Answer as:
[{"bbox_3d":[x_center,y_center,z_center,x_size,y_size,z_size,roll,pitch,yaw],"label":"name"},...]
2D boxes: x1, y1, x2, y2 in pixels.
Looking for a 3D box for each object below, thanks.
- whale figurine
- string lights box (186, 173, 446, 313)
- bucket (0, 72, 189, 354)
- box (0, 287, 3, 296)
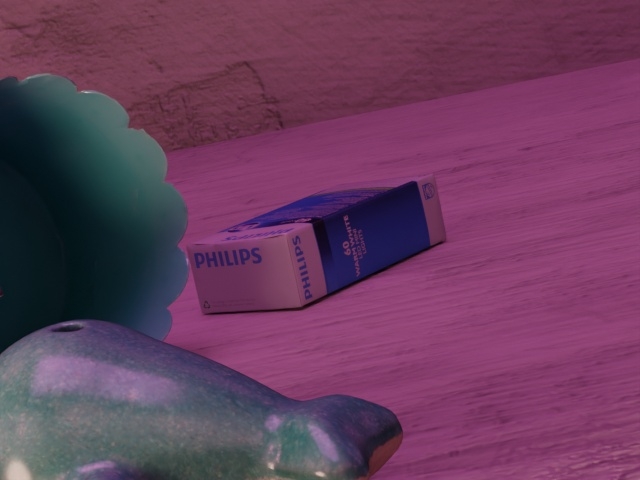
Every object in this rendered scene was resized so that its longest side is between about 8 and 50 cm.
[{"bbox_3d":[-0.094,0.113,1.063,0.272,0.141,0.216,-8,10,22],"label":"whale figurine"},{"bbox_3d":[0.000,0.000,1.804,0.133,0.076,0.260,-5,12,39],"label":"string lights box"},{"bbox_3d":[-0.269,0.008,1.537,0.281,0.281,0.183,-21,5,-42],"label":"bucket"},{"bbox_3d":[-0.371,0.069,1.336,0.233,0.044,0.159,-18,3,44],"label":"box"}]
